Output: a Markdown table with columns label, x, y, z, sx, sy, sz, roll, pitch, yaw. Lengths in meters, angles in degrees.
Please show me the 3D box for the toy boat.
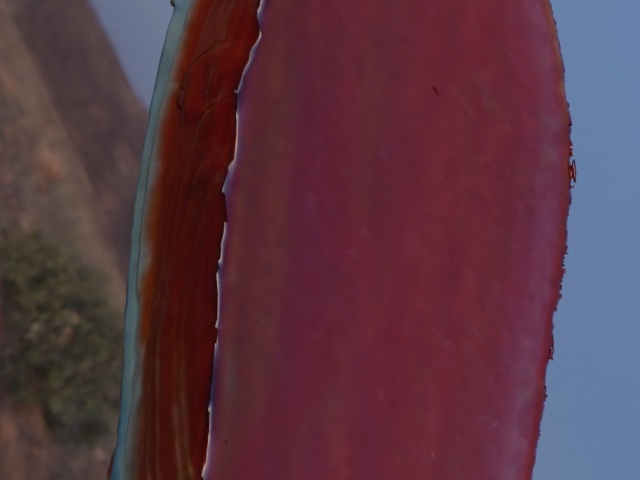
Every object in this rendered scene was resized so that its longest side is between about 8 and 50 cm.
| label | x | y | z | sx | sy | sz | roll | pitch | yaw |
| --- | --- | --- | --- | --- | --- | --- | --- | --- | --- |
| toy boat | 0.000 | 0.000 | 0.627 | 0.133 | 0.145 | 0.332 | -33 | -137 | 57 |
